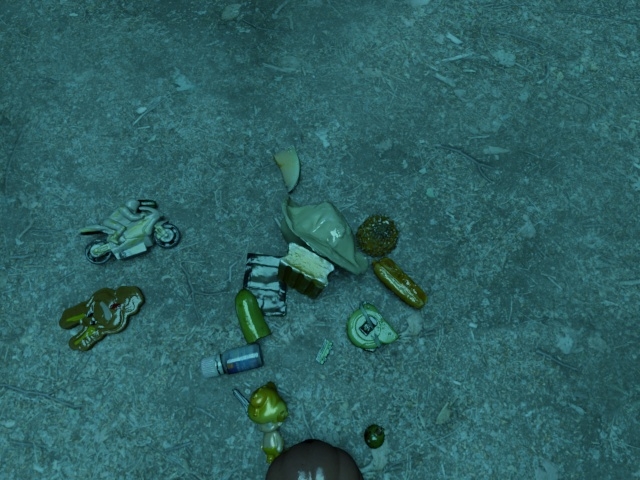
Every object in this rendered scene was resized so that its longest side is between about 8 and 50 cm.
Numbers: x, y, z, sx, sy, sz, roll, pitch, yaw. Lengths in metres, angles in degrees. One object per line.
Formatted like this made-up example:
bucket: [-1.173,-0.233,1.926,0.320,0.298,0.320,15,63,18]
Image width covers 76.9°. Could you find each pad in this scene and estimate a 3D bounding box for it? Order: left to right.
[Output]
pad: [-0.201,0.162,1.490,0.174,0.022,0.233,5,72,1]

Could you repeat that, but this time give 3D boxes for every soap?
soap: [-0.059,0.110,1.364,0.173,0.274,0.089,30,72,1]

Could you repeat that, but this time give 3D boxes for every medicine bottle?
medicine bottle: [-0.301,0.413,1.378,0.203,0.083,0.084,-12,72,-3]

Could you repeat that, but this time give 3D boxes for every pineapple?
pineapple: [0.215,-0.029,1.490,0.161,0.137,0.176,38,75,11]

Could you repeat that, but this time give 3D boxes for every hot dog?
hot dog: [0.279,0.154,1.466,0.249,0.076,0.102,44,41,12]

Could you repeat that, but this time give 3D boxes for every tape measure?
tape measure: [0.167,0.307,1.409,0.154,0.087,0.177,-36,74,-10]

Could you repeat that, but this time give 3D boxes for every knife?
knife: [-0.260,0.552,1.367,0.031,0.018,0.121,-41,75,-14]

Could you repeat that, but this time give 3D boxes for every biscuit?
biscuit: [-0.781,0.263,1.447,0.295,0.044,0.186,-35,78,-10]

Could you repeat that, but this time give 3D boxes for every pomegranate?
pomegranate: [0.176,0.635,1.304,0.073,0.085,0.073,1,62,-2]

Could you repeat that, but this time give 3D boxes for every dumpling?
dumpling: [0.000,0.000,1.396,0.395,0.315,0.233,41,109,-3]

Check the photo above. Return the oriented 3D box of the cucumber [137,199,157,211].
cucumber: [-0.690,-0.139,1.575,0.105,0.048,0.048,-5,72,-4]

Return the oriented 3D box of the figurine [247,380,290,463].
figurine: [-0.162,0.588,1.306,0.156,0.131,0.247,-10,86,29]

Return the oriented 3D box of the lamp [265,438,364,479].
lamp: [-0.020,0.725,1.197,0.305,0.240,0.306,-1,114,-2]

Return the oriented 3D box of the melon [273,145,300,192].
melon: [-0.118,-0.283,1.619,0.097,0.054,0.182,-22,73,-1]

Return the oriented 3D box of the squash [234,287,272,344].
squash: [-0.249,0.260,1.405,0.095,0.095,0.188,-23,83,-7]

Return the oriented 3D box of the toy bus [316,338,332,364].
toy bus: [0.015,0.391,1.412,0.037,0.031,0.083,23,73,15]

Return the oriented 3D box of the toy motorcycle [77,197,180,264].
toy motorcycle: [-0.715,-0.042,1.505,0.340,0.108,0.223,-17,88,-13]
